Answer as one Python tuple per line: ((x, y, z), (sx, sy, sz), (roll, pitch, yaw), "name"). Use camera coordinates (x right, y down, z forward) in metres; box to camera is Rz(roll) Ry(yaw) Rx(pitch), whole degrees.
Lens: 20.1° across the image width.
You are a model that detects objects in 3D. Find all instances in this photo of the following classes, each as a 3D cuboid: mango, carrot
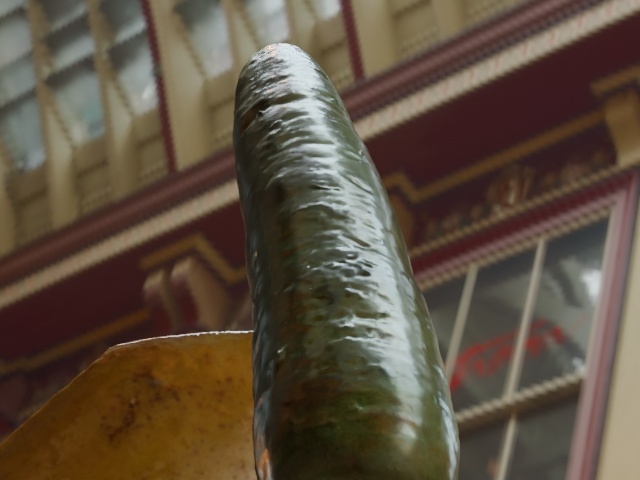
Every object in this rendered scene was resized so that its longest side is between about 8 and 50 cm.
((-0.092, 0.158, 1.067), (0.199, 0.350, 0.201), (28, -50, 40), "mango")
((0.000, 0.000, 0.745), (0.074, 0.358, 0.074), (-3, -58, -5), "carrot")
